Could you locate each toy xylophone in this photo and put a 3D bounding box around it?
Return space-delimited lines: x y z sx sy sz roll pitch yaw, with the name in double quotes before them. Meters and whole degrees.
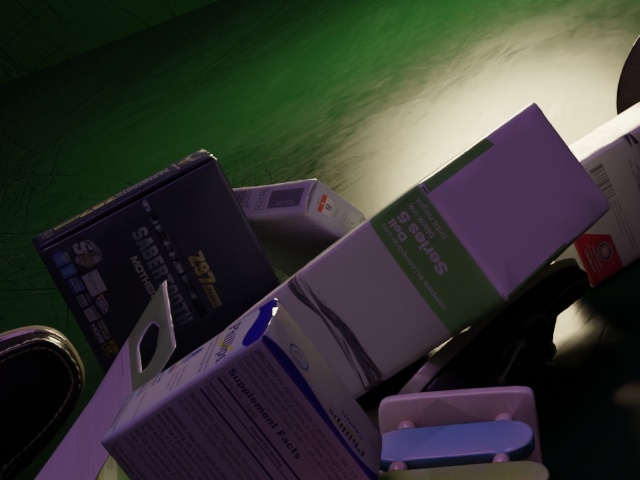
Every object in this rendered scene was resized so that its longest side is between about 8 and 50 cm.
"toy xylophone" 0.051 0.213 0.962 0.236 0.081 0.322 -10 24 6

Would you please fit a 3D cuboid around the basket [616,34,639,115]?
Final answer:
"basket" 0.410 -0.138 1.373 0.204 0.154 0.227 -43 26 -2

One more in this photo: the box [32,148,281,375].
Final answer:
"box" -0.133 0.058 1.399 0.183 0.232 0.059 -28 18 -10

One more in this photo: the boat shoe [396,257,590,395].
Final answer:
"boat shoe" 0.153 0.094 1.224 0.233 0.079 0.084 -37 -17 -38

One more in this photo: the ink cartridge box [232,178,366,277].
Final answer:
"ink cartridge box" 0.000 0.000 1.475 0.145 0.179 0.045 -5 64 45

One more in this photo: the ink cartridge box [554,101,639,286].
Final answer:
"ink cartridge box" 0.271 -0.045 1.356 0.150 0.109 0.063 -31 17 -15

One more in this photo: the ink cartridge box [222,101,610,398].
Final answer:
"ink cartridge box" 0.075 0.026 1.245 0.273 0.114 0.198 -37 -1 41

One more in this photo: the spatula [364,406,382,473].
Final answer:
"spatula" -0.032 0.211 1.219 0.242 0.019 0.168 -27 21 5

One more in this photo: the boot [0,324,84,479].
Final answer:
"boot" -0.359 0.229 1.331 0.377 0.138 0.284 -33 13 -11

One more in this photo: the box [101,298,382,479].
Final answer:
"box" -0.049 0.132 0.991 0.137 0.126 0.072 -33 12 17

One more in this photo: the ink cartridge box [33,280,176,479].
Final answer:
"ink cartridge box" -0.160 0.162 1.169 0.235 0.056 0.171 -55 16 8
